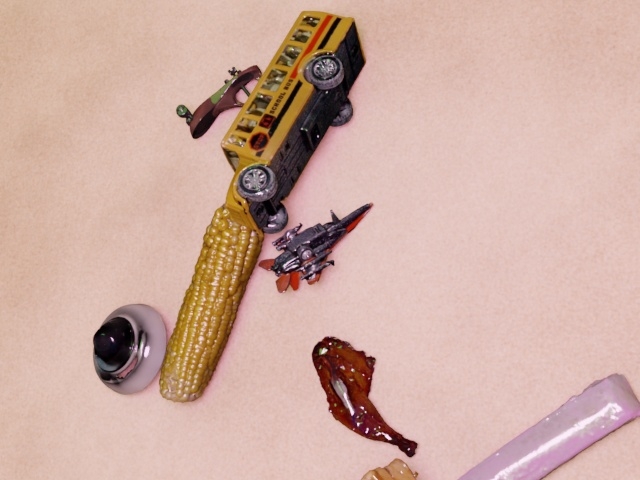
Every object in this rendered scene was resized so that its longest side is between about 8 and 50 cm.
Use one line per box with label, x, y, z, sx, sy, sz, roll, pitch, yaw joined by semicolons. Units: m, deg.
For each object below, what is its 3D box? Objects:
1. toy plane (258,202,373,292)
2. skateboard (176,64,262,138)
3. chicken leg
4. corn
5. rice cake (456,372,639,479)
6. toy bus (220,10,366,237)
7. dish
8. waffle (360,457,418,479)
toy plane;-0.002;-0.002;1.401;0.189;0.061;0.130;-43;39;0
skateboard;-0.146;-0.213;1.499;0.151;0.067;0.080;-39;79;1
chicken leg;0.055;0.224;1.342;0.093;0.053;0.205;-24;75;-5
corn;-0.160;0.086;1.414;0.097;0.097;0.320;17;85;20
rice cake;0.260;0.298;1.256;0.365;0.056;0.072;-36;68;6
toy bus;-0.047;-0.174;1.386;0.123;0.121;0.335;22;70;21
dish;-0.307;0.156;1.428;0.141;0.078;0.141;-12;68;33
waffle;0.116;0.462;1.212;0.308;0.091;0.213;51;118;20
